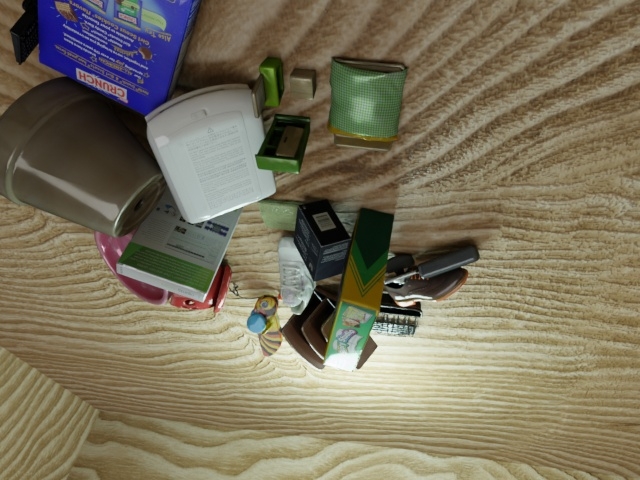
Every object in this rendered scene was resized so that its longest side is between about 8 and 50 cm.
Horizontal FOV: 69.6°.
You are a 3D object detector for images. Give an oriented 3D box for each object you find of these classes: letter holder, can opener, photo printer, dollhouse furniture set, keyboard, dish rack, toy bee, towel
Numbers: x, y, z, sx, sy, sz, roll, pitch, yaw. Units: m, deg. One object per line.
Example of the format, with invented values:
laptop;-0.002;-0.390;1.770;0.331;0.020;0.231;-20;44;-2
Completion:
letter holder;0.031;0.346;1.606;0.152;0.214;0.302;23;156;47
can opener;0.303;0.059;1.319;0.283;0.095;0.076;-23;168;24
photo printer;-0.245;-0.204;1.066;0.256;0.107;0.307;-23;141;-12
dollhouse furniture set;0.018;-0.256;0.967;0.301;0.151;0.197;8;141;8
keyboard;-0.557;-0.436;0.905;0.023;0.180;0.108;14;143;-15
dish rack;0.244;0.276;1.603;0.208;0.074;0.271;6;141;12
toy bee;-0.193;0.267;1.663;0.162;0.195;0.298;-24;121;6
towel;-0.103;-0.073;1.326;0.148;0.027;0.110;5;140;12

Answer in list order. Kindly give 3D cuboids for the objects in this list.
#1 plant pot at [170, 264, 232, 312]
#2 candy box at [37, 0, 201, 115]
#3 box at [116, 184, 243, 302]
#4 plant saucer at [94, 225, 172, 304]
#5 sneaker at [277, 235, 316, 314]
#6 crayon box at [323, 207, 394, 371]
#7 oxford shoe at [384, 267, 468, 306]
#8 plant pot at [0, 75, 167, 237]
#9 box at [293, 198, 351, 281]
plant pot;-0.399;0.144;1.560;0.174;0.191;0.191;14;142;-13
candy box;-0.395;-0.434;0.905;0.268;0.122;0.317;25;139;-15
box;-0.369;-0.008;1.251;0.232;0.322;0.058;21;138;-7
plant saucer;-0.605;0.063;1.533;0.332;0.084;0.332;22;134;25
sneaker;-0.073;0.115;1.445;0.114;0.152;0.305;5;139;15
crayon box;0.105;0.147;1.298;0.106;0.313;0.363;13;142;2
oxford shoe;0.311;0.127;1.388;0.271;0.097;0.098;-26;121;39
plant pot;-0.529;-0.160;1.065;0.280;0.323;0.323;36;139;-2
box;0.000;0.000;1.260;0.093;0.156;0.158;-14;144;-21
